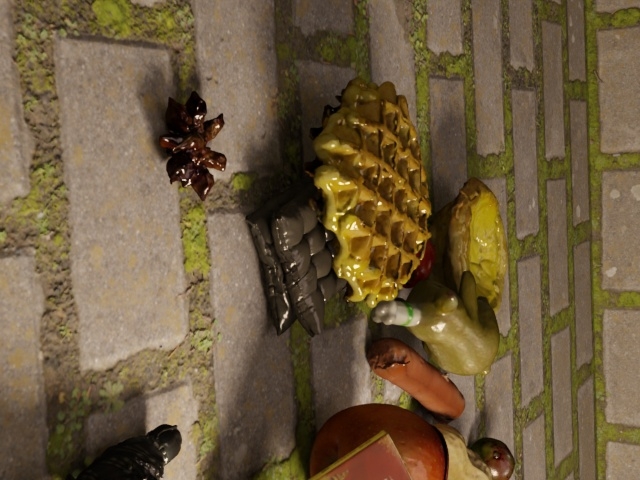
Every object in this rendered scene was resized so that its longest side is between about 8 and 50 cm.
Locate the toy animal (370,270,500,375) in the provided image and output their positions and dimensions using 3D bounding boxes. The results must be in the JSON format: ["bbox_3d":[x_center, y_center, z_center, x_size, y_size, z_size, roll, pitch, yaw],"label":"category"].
[{"bbox_3d":[0.243,0.147,1.886,0.363,0.181,0.180,45,23,-43],"label":"toy animal"}]

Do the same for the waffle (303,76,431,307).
[{"bbox_3d":[0.104,-0.090,1.641,0.379,0.095,0.382,-56,134,-48],"label":"waffle"}]

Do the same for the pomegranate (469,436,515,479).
[{"bbox_3d":[0.433,0.562,2.323,0.130,0.130,0.130,0,91,-59],"label":"pomegranate"}]

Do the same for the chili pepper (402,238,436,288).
[{"bbox_3d":[0.192,0.056,1.954,0.084,0.086,0.192,-66,172,32],"label":"chili pepper"}]

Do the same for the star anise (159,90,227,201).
[{"bbox_3d":[-0.189,-0.140,1.356,0.168,0.057,0.167,0,90,-69],"label":"star anise"}]

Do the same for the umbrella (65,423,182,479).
[{"bbox_3d":[-0.281,0.338,1.155,0.128,0.154,0.336,55,14,1],"label":"umbrella"}]

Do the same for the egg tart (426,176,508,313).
[{"bbox_3d":[0.336,0.023,2.147,0.345,0.132,0.345,-3,94,-59],"label":"egg tart"}]

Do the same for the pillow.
[{"bbox_3d":[0.000,0.000,1.627,0.326,0.101,0.228,-43,124,-53],"label":"pillow"}]

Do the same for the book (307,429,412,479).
[{"bbox_3d":[0.003,0.504,1.446,0.374,0.028,0.262,-30,106,-14],"label":"book"}]

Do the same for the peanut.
[{"bbox_3d":[0.291,0.509,2.077,0.313,0.149,0.149,57,44,-42],"label":"peanut"}]

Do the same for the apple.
[{"bbox_3d":[0.095,0.410,1.627,0.206,0.272,0.251,25,92,-21],"label":"apple"}]

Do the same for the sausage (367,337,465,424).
[{"bbox_3d":[0.222,0.311,1.998,0.419,0.094,0.094,43,44,-51],"label":"sausage"}]
